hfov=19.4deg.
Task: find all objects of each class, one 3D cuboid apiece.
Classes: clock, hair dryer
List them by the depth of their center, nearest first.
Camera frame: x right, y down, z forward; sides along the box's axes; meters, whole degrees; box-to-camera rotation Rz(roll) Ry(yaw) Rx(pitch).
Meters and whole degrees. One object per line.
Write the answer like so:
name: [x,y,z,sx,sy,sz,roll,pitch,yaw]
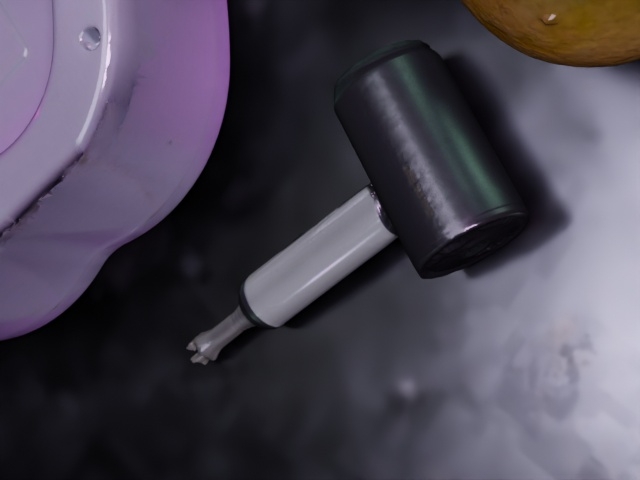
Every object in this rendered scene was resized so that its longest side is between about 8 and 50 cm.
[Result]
hair dryer: [0.000,0.000,0.884,0.197,0.057,0.100,-39,69,28]
clock: [-0.209,-0.118,0.971,0.338,0.102,0.339,-2,86,29]

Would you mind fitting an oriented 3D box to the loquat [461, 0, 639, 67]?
loquat: [0.109,-0.146,0.772,0.137,0.163,0.163,-4,85,-10]
